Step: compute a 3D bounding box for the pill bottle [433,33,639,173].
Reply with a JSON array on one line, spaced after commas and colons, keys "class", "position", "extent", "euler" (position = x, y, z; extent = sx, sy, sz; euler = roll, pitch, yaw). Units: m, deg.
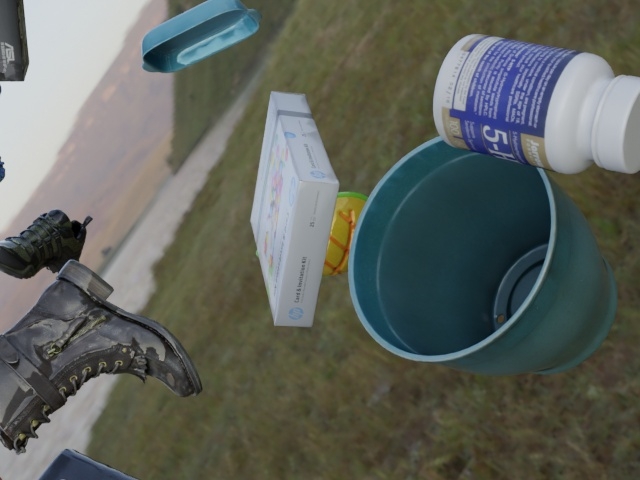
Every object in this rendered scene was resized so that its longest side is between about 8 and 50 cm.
[{"class": "pill bottle", "position": [0.209, -0.122, 1.027], "extent": [0.186, 0.112, 0.112], "euler": [18, 66, 35]}]

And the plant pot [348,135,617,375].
[{"class": "plant pot", "position": [0.215, 0.042, 1.331], "extent": [0.271, 0.255, 0.272], "euler": [-18, 60, 34]}]

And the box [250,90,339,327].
[{"class": "box", "position": [-0.027, -0.032, 1.015], "extent": [0.186, 0.038, 0.145], "euler": [-109, 26, -57]}]

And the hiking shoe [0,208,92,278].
[{"class": "hiking shoe", "position": [-0.472, -0.004, 1.862], "extent": [0.227, 0.086, 0.114], "euler": [-5, -59, -67]}]

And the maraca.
[{"class": "maraca", "position": [0.000, 0.000, 1.569], "extent": [0.185, 0.127, 0.099], "euler": [-24, 31, -11]}]

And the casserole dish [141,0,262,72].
[{"class": "casserole dish", "position": [-0.175, -0.297, 1.597], "extent": [0.188, 0.037, 0.114], "euler": [-23, -12, 12]}]

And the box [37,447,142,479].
[{"class": "box", "position": [-0.088, 0.436, 0.626], "extent": [0.471, 0.297, 0.480], "euler": [10, 51, 40]}]

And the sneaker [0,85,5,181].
[{"class": "sneaker", "position": [-0.455, -0.120, 1.476], "extent": [0.080, 0.081, 0.211], "euler": [53, 125, 48]}]

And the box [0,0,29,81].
[{"class": "box", "position": [-0.606, -0.407, 1.797], "extent": [0.076, 0.242, 0.308], "euler": [-98, 11, -55]}]

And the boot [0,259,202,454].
[{"class": "boot", "position": [-0.306, 0.174, 1.391], "extent": [0.229, 0.263, 0.091], "euler": [-50, -5, -25]}]

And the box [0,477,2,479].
[{"class": "box", "position": [-0.577, 0.471, 1.842], "extent": [0.128, 0.257, 0.122], "euler": [-55, -23, 22]}]
